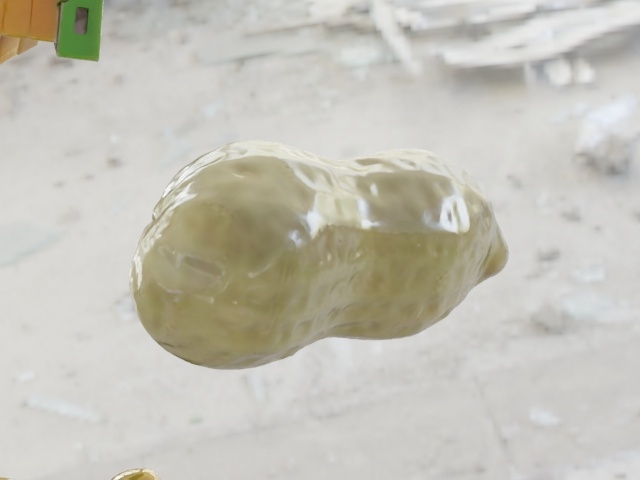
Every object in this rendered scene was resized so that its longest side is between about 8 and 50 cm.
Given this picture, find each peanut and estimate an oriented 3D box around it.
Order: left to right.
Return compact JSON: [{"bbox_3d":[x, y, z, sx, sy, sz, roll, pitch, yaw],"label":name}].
[{"bbox_3d":[0.000,0.000,0.935,0.124,0.123,0.257,19,19,40],"label":"peanut"}]

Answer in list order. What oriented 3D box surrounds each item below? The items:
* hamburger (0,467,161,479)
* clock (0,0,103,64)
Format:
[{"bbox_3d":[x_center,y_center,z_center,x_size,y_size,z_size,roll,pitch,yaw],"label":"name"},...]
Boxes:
[{"bbox_3d":[-0.218,0.313,1.400,0.186,0.302,0.261,10,17,-6],"label":"hamburger"},{"bbox_3d":[-0.304,-0.264,1.512,0.235,0.166,0.309,6,47,-14],"label":"clock"}]
